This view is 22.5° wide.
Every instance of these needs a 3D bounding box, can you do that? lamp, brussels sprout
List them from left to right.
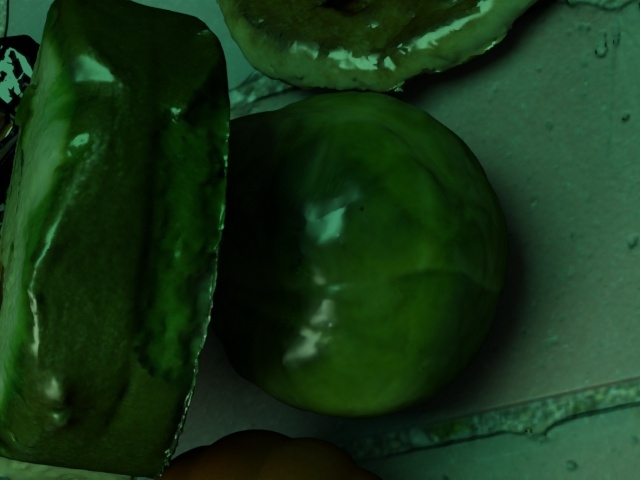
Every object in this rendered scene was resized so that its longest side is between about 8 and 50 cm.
[{"bbox_3d":[-0.033,0.237,1.104,0.223,0.196,0.223,6,110,17],"label":"lamp"},{"bbox_3d":[0.008,-0.002,1.163,0.271,0.210,0.219,25,109,35],"label":"brussels sprout"}]

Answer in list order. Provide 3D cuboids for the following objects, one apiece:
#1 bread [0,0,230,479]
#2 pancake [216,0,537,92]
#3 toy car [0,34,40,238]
[{"bbox_3d":[-0.162,0.021,1.109,0.366,0.129,0.382,-110,31,-63],"label":"bread"},{"bbox_3d":[0.061,-0.268,1.324,0.356,0.065,0.356,-12,63,26],"label":"pancake"},{"bbox_3d":[-0.248,-0.044,1.403,0.193,0.118,0.301,-47,53,-3],"label":"toy car"}]
